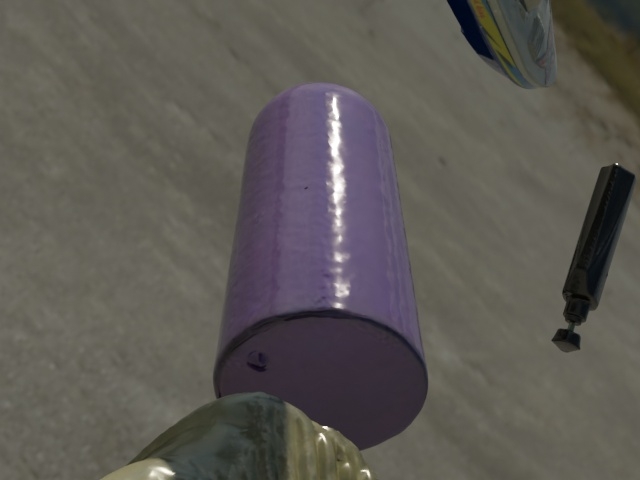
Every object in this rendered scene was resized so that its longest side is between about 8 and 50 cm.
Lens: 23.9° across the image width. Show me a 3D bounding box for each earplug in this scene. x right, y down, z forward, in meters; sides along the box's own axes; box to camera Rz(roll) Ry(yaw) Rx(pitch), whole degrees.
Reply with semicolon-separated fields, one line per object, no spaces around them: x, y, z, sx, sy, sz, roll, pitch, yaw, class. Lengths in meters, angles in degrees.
0.000;0.000;1.652;0.215;0.215;0.456;46;28;-33;earplug

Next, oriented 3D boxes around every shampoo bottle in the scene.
0.193;0.012;1.069;0.027;0.137;0.048;13;-19;22;shampoo bottle

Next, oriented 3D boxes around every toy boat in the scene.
0.171;-0.220;1.343;0.295;0.088;0.129;50;45;-57;toy boat

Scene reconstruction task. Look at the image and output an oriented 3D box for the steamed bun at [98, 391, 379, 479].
-0.065;0.295;1.042;0.324;0.219;0.309;-33;80;-37;steamed bun
